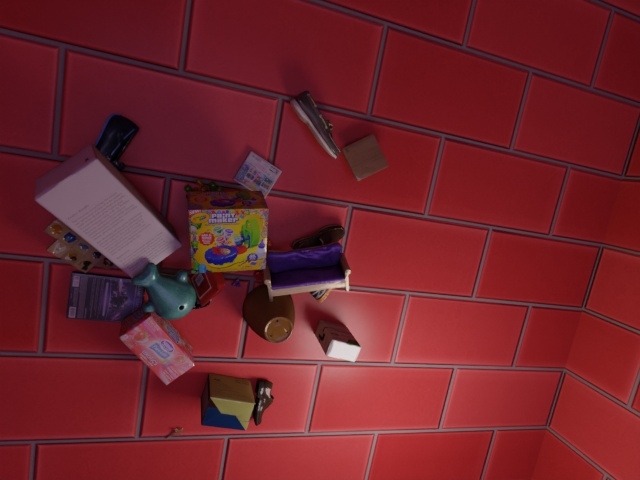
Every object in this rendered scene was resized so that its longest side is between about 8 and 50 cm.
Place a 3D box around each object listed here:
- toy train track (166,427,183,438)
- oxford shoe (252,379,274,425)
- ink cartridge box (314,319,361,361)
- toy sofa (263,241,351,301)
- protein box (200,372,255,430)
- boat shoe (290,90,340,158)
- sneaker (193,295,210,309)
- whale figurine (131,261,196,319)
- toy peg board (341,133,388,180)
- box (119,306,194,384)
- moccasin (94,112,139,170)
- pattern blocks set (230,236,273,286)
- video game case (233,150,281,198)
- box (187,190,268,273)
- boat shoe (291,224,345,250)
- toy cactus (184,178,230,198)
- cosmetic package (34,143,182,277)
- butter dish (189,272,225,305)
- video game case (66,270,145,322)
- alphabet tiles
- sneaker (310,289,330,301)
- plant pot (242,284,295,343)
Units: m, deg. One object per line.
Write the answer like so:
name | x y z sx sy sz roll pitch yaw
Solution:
toy train track | -0.671 0.887 1.873 0.083 0.014 0.048 -32 116 -2
oxford shoe | -0.269 0.778 1.934 0.096 0.083 0.226 8 101 -23
ink cartridge box | 0.076 0.466 1.900 0.153 0.208 0.086 18 99 -19
toy sofa | -0.061 0.132 1.740 0.364 0.150 0.176 -7 119 -5
protein box | -0.417 0.716 1.809 0.200 0.201 0.135 17 97 -19
boat shoe | -0.002 -0.486 1.716 0.091 0.109 0.305 -39 106 0
sneaker | -0.557 0.265 1.733 0.179 0.077 0.071 -12 104 -13
whale figurine | -0.600 0.204 1.581 0.216 0.141 0.272 -44 136 -14
toy peg board | 0.193 -0.366 1.829 0.161 0.079 0.160 -27 93 -10
box | -0.671 0.425 1.681 0.142 0.154 0.299 -34 115 -7
moccasin | -0.784 -0.298 1.507 0.117 0.138 0.341 24 95 -19
pattern blocks set | -0.348 0.047 1.774 0.286 0.026 0.324 -4 103 -16
video game case | -0.267 -0.278 1.730 0.157 0.019 0.143 31 92 -21
box | -0.368 -0.038 1.601 0.291 0.177 0.278 -3 121 -17
boat shoe | 0.003 0.007 1.833 0.258 0.095 0.095 -25 108 -10
toy cactus | -0.455 -0.151 1.668 0.219 0.112 0.180 13 108 -27
cosmetic package | -0.745 -0.090 1.467 0.230 0.161 0.453 -37 134 -7
butter dish | -0.456 0.173 1.714 0.118 0.159 0.160 -4 150 -50
video game case | -0.873 0.237 1.661 0.275 0.026 0.195 9 99 -19
alphabet tiles | -0.844 -0.035 1.556 0.342 0.011 0.285 -43 135 -3
sneaker | 0.029 0.185 1.891 0.083 0.084 0.214 35 91 -15
plant pot | -0.205 0.336 1.762 0.238 0.254 0.236 -4 102 -17
